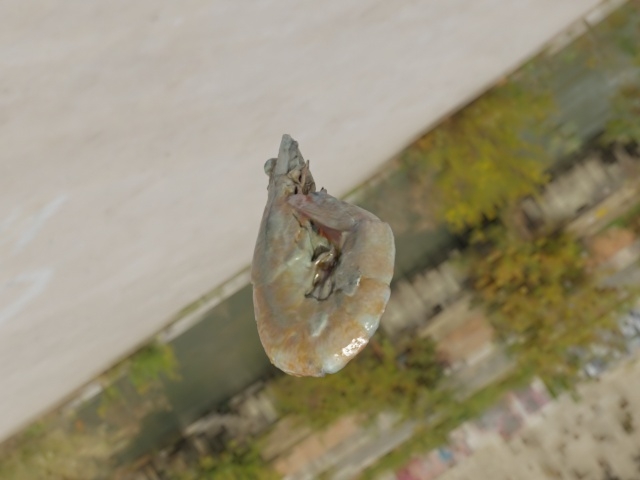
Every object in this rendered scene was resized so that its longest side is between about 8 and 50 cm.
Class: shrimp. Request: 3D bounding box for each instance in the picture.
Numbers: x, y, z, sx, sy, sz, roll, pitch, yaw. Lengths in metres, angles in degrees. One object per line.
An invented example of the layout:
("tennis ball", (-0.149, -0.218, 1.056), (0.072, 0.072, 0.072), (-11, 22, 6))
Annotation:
("shrimp", (0.000, 0.000, 1.655), (0.164, 0.317, 0.062), (-21, 140, 18))
